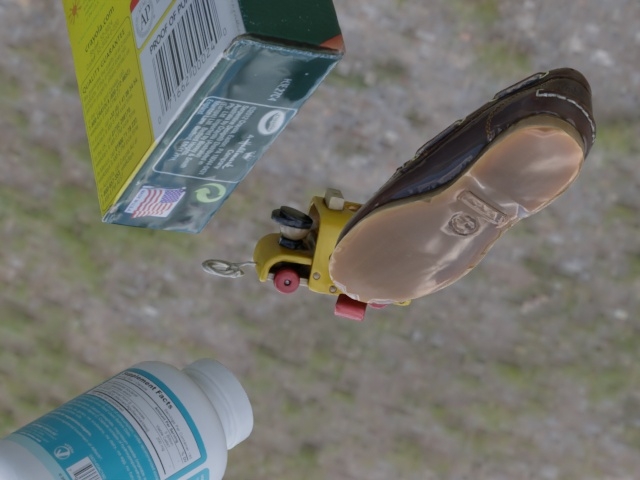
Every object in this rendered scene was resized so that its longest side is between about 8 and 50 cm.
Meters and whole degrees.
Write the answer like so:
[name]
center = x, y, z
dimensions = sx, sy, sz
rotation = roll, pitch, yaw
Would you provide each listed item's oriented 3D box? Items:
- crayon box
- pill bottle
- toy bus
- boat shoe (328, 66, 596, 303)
[crayon box]
center = -0.095, -0.192, 1.193
dimensions = 0.081, 0.318, 0.202
rotation = 6, 144, -32
[pill bottle]
center = -0.190, 0.208, 1.693
dimensions = 0.146, 0.264, 0.146
rotation = 29, 133, 37
[toy bus]
center = 0.011, 0.000, 1.894
dimensions = 0.191, 0.104, 0.202
rotation = 22, -162, 31
[boat shoe]
center = 0.088, -0.032, 1.100
dimensions = 0.073, 0.073, 0.207
rotation = 40, 129, -22
